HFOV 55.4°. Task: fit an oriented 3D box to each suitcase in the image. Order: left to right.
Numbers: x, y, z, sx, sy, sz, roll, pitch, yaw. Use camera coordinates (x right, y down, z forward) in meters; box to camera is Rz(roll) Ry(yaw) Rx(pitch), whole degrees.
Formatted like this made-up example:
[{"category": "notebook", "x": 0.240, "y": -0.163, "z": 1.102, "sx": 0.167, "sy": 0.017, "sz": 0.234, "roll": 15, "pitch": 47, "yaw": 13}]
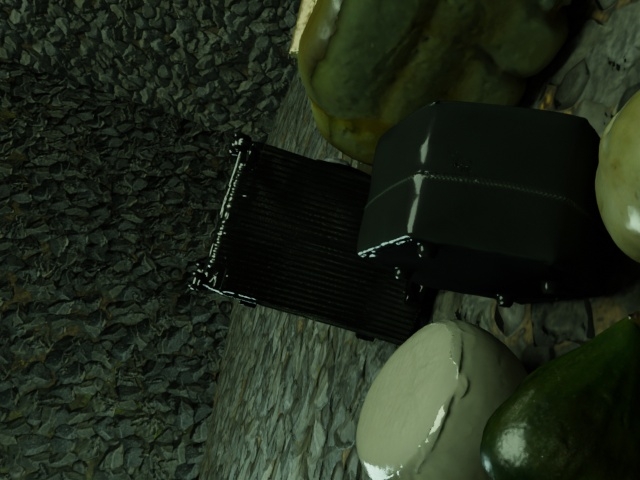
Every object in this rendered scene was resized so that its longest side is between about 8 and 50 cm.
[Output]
[{"category": "suitcase", "x": 0.000, "y": 0.000, "z": 0.895, "sx": 0.152, "sy": 0.334, "sz": 0.230, "roll": -150, "pitch": 77, "yaw": -80}]

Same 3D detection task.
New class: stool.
[{"category": "stool", "x": 0.154, "y": -0.025, "z": 0.573, "sx": 0.232, "sy": 0.232, "sz": 0.141, "roll": 149, "pitch": 136, "yaw": -70}]

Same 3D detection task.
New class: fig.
[{"category": "fig", "x": 0.200, "y": 0.128, "z": 0.453, "sx": 0.177, "sy": 0.117, "sz": 0.117, "roll": -56, "pitch": 11, "yaw": -11}]

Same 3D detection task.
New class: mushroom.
[{"category": "mushroom", "x": 0.251, "y": -0.043, "z": 0.415, "sx": 0.148, "sy": 0.112, "sz": 0.148, "roll": -2, "pitch": -90, "yaw": -87}]

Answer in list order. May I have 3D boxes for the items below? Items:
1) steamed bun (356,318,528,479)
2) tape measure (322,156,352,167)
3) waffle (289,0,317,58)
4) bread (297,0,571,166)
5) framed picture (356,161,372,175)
[{"category": "steamed bun", "x": 0.127, "y": 0.180, "z": 0.603, "sx": 0.177, "sy": 0.130, "sz": 0.228, "roll": -69, "pitch": 9, "yaw": -29}, {"category": "tape measure", "x": 0.015, "y": -0.090, "z": 1.401, "sx": 0.197, "sy": 0.120, "sz": 0.236, "roll": -74, "pitch": 3, "yaw": -49}, {"category": "waffle", "x": 0.076, "y": -0.485, "z": 1.302, "sx": 0.348, "sy": 0.077, "sz": 0.304, "roll": 14, "pitch": -92, "yaw": -60}, {"category": "bread", "x": 0.128, "y": -0.258, "z": 0.799, "sx": 0.210, "sy": 0.300, "sz": 0.341, "roll": -86, "pitch": 14, "yaw": -47}, {"category": "framed picture", "x": 0.100, "y": -0.108, "z": 1.147, "sx": 0.335, "sy": 0.022, "sz": 0.247, "roll": -95, "pitch": 9, "yaw": -57}]
